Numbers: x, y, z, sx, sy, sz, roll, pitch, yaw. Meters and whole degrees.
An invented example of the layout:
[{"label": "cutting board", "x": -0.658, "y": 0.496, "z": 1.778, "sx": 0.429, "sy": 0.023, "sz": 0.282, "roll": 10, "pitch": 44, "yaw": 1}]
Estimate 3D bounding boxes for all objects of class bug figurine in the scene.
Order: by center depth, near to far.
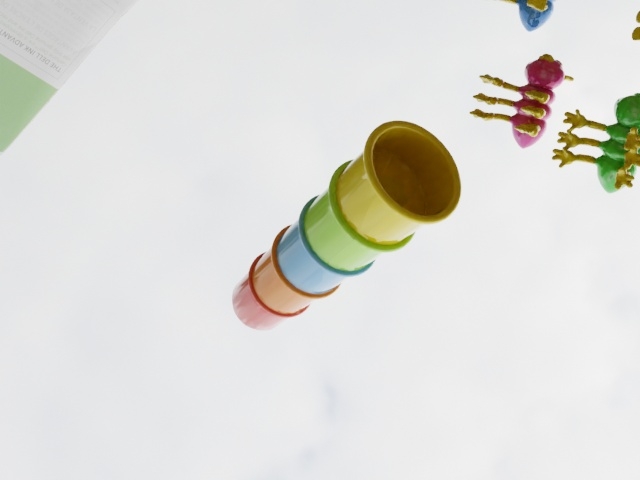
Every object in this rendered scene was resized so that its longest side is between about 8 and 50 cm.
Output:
[{"label": "bug figurine", "x": 0.248, "y": -0.165, "z": 0.836, "sx": 0.072, "sy": 0.216, "sz": 0.279, "roll": 6, "pitch": -160, "yaw": -37}]

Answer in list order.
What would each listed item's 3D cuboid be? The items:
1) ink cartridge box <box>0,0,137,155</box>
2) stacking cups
[{"label": "ink cartridge box", "x": -0.171, "y": -0.176, "z": 0.515, "sx": 0.235, "sy": 0.171, "sz": 0.056, "roll": -44, "pitch": -127, "yaw": 10}, {"label": "stacking cups", "x": 0.000, "y": 0.000, "z": 0.881, "sx": 0.096, "sy": 0.316, "sz": 0.096, "roll": 13, "pitch": -118, "yaw": -27}]
